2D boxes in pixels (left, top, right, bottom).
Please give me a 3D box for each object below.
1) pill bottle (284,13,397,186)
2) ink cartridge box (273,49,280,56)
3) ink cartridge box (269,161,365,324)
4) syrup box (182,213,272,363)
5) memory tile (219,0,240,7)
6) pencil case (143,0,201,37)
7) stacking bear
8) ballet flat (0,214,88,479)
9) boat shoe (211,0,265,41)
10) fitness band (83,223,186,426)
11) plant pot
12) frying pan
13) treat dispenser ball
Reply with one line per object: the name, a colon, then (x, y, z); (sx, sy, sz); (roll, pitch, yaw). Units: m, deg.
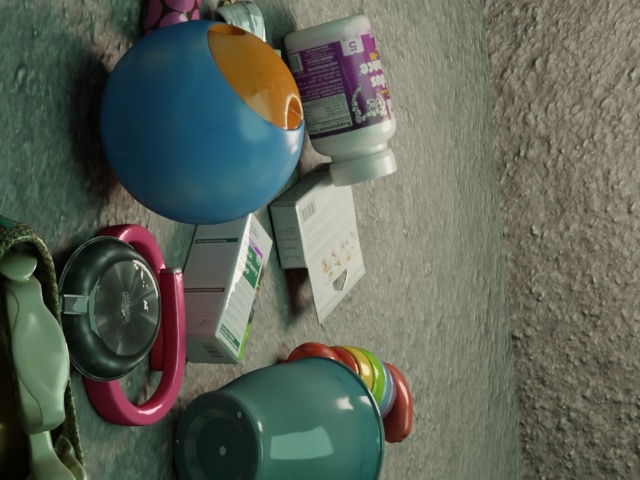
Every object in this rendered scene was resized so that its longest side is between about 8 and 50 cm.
pill bottle: (0.047, -0.260, 2.375); (0.169, 0.169, 0.301); (-32, 108, -63)
ink cartridge box: (-0.144, -0.192, 2.028); (0.171, 0.056, 0.235); (-2, 92, -41)
ink cartridge box: (0.000, 0.000, 2.427); (0.275, 0.060, 0.238); (-44, 128, -60)
syrup box: (-0.158, 0.072, 2.015); (0.093, 0.096, 0.236); (57, 39, -49)
memory tile: (-0.143, -0.350, 2.191); (0.113, 0.012, 0.148); (-66, 146, -44)
pencil case: (-0.213, -0.384, 1.946); (0.098, 0.095, 0.209); (66, 31, -67)
stacking bear: (0.035, 0.272, 2.376); (0.289, 0.175, 0.164); (32, 61, -53)
ballet flat: (-0.344, 0.209, 1.467); (0.164, 0.182, 0.482); (-13, 102, -38)
boat shoe: (-0.138, -0.269, 2.125); (0.084, 0.095, 0.258); (-18, 104, -37)
fitness band: (-0.267, 0.121, 1.816); (0.209, 0.054, 0.290); (-2, 88, -66)
plant pot: (-0.083, 0.322, 1.993); (0.255, 0.272, 0.271); (3, 85, -51)
frying pan: (-0.310, 0.062, 1.659); (0.326, 0.053, 0.197); (44, 52, -48)
treat dispenser ball: (-0.167, -0.165, 1.780); (0.288, 0.288, 0.288); (-2, 90, -66)
